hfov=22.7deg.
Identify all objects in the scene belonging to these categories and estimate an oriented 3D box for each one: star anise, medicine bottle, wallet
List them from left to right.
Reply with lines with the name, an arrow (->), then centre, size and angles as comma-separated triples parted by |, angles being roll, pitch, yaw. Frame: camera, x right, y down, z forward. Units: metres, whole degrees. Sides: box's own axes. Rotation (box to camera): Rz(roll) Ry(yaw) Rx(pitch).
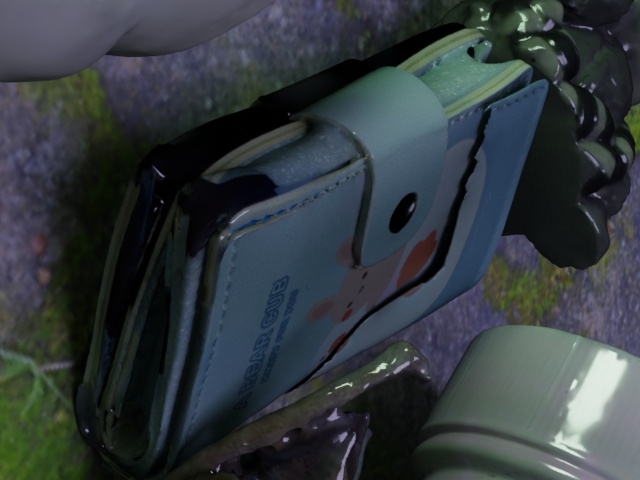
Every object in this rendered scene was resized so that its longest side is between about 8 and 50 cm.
star anise -> -0.042, 0.147, 0.727 | 0.230, 0.081, 0.262 | -5, 124, -64
wallet -> 0.000, 0.000, 0.770 | 0.250, 0.075, 0.176 | -28, 146, -43
medicine bottle -> 0.074, 0.248, 0.799 | 0.213, 0.214, 0.378 | 51, 61, -40

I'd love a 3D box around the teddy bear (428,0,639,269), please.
teddy bear -> 0.148, -0.127, 0.908 | 0.171, 0.144, 0.251 | 52, 53, -22

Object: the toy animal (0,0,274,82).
toy animal -> -0.120, -0.229, 0.520 | 0.367, 0.196, 0.241 | 59, 40, -38
